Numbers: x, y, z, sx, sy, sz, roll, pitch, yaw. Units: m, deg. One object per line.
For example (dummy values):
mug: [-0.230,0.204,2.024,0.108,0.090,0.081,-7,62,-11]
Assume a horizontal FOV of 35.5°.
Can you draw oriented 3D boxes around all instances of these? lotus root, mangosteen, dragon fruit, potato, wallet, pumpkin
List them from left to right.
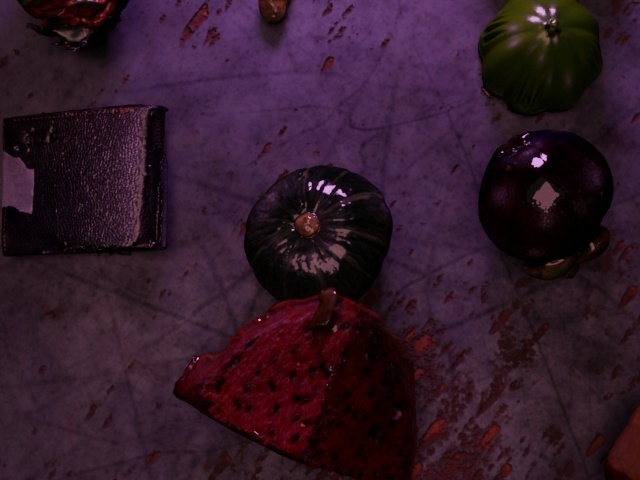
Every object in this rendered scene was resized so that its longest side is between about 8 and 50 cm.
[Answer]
dragon fruit: [-0.364,-0.381,1.452,0.182,0.182,0.189,-13,125,5]
wallet: [-0.352,-0.087,1.480,0.262,0.071,0.221,-2,86,12]
potato: [-0.067,-0.367,1.481,0.046,0.045,0.092,17,90,-29]
dragon fruit: [-0.054,0.203,1.323,0.330,0.240,0.302,4,102,21]
pumpkin: [-0.001,-0.002,1.395,0.211,0.152,0.212,-3,80,17]
lotus root: [0.309,-0.272,1.375,0.186,0.186,0.186,0,86,6]
mangosteen: [0.314,-0.037,1.356,0.194,0.194,0.231,-29,109,3]

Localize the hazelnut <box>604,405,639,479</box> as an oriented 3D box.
hazelnut: [0.482,0.304,1.322,0.212,0.181,0.181,-36,54,1]
